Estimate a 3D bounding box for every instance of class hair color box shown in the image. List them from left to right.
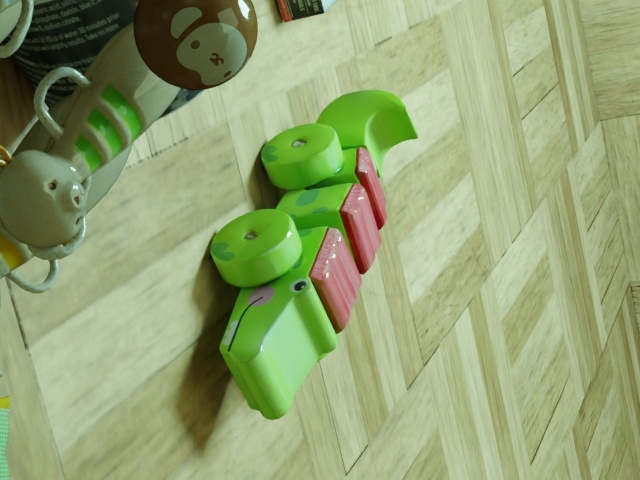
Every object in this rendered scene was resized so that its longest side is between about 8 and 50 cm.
[{"bbox_3d":[-0.004,-0.252,1.224,0.141,0.043,0.072,-56,133,-61],"label":"hair color box"}]

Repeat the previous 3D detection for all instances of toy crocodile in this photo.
[{"bbox_3d":[0.000,0.000,1.060,0.340,0.105,0.115,-67,143,-51],"label":"toy crocodile"}]

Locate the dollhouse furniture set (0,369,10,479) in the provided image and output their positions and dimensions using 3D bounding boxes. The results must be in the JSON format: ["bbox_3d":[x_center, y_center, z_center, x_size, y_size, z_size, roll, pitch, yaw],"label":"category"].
[{"bbox_3d":[-0.176,0.101,0.648,0.152,0.058,0.076,8,76,-67],"label":"dollhouse furniture set"}]

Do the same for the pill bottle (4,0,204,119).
[{"bbox_3d":[-0.145,-0.186,0.732,0.130,0.130,0.245,-77,151,-42],"label":"pill bottle"}]

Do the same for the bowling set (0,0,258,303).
[{"bbox_3d":[-0.144,-0.078,0.597,0.154,0.200,0.287,-56,132,-27],"label":"bowling set"}]
